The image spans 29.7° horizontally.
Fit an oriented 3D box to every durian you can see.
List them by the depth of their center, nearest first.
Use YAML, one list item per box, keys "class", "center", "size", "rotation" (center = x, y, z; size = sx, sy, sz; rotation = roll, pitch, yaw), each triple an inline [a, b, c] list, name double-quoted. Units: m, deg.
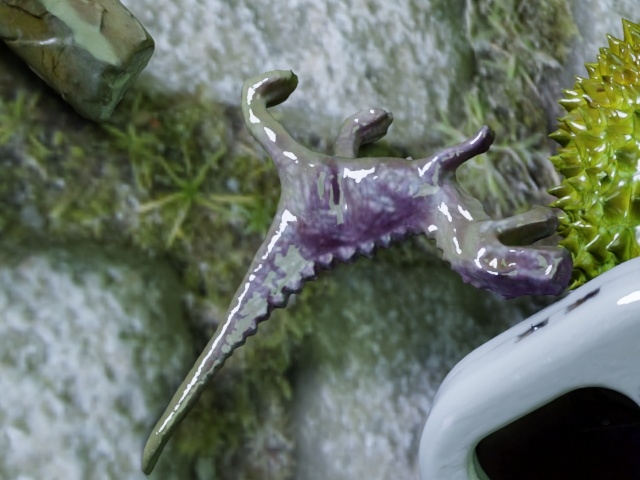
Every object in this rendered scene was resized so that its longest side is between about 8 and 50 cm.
- class: "durian"
  center: [0.266, -0.025, 0.741]
  size: [0.291, 0.224, 0.291]
  rotation: [7, 66, -16]

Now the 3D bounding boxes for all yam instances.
- class: "yam"
  center: [-0.216, -0.192, 0.648]
  size: [0.317, 0.067, 0.071]
  rotation: [43, 37, -6]

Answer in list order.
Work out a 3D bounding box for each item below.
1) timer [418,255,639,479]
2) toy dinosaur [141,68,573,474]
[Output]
- class: "timer"
  center: [0.197, 0.136, 0.656]
  size: [0.262, 0.237, 0.087]
  rotation: [50, 31, -9]
- class: "toy dinosaur"
  center: [0.000, -0.003, 0.680]
  size: [0.251, 0.072, 0.200]
  rotation: [-14, 56, -5]
